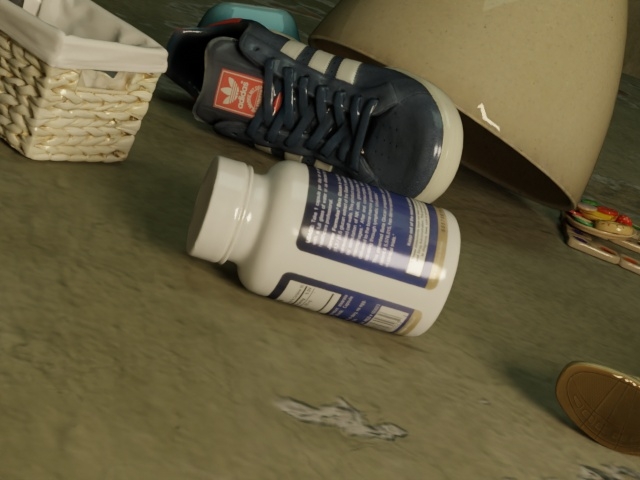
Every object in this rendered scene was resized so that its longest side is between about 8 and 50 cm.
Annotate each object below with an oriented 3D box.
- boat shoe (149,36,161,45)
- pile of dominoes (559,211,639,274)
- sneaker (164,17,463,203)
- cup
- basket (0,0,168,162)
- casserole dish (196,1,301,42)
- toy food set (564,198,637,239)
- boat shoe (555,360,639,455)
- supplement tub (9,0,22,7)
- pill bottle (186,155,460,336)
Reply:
[{"bbox_3d":[-0.215,-0.181,1.102,0.048,0.056,0.153,35,30,23],"label":"boat shoe"},{"bbox_3d":[0.390,0.006,1.277,0.251,0.040,0.196,22,19,-1],"label":"pile of dominoes"},{"bbox_3d":[-0.026,-0.121,1.042,0.148,0.131,0.350,7,13,-41],"label":"sneaker"},{"bbox_3d":[0.188,-0.216,1.198,0.331,0.237,0.331,34,0,0],"label":"cup"},{"bbox_3d":[-0.220,-0.138,0.898,0.167,0.103,0.113,34,22,33],"label":"basket"},{"bbox_3d":[-0.087,-0.226,1.268,0.114,0.037,0.188,5,-5,-14],"label":"casserole dish"},{"bbox_3d":[0.304,-0.022,1.241,0.083,0.020,0.083,22,20,24],"label":"toy food set"},{"bbox_3d":[0.214,0.117,0.765,0.135,0.050,0.045,30,14,-9],"label":"boat shoe"},{"bbox_3d":[-0.322,-0.274,1.161,0.106,0.106,0.198,17,20,-15],"label":"supplement tub"},{"bbox_3d":[0.000,0.000,0.771,0.169,0.094,0.094,17,19,-14],"label":"pill bottle"}]
